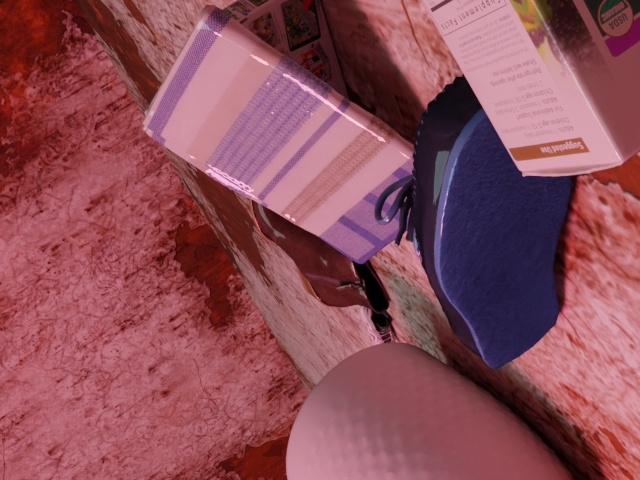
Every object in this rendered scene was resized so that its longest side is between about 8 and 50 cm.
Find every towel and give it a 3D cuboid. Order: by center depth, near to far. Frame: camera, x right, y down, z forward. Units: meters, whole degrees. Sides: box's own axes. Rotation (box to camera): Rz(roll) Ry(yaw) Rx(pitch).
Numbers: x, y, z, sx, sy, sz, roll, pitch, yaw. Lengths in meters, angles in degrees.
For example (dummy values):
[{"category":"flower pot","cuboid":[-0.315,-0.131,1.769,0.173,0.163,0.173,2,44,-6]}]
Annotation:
[{"category":"towel","cuboid":[-0.026,-0.090,0.787,0.285,0.034,0.209,32,147,-11]}]

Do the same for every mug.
[{"category":"mug","cuboid":[0.159,0.359,1.017,0.328,0.276,0.374,29,131,52]}]

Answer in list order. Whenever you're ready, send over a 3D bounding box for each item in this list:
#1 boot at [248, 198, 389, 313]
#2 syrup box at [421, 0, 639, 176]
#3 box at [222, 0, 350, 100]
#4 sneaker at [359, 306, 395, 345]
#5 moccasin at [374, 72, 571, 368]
[{"category":"boot","cuboid":[0.000,0.000,1.267,0.207,0.090,0.248,6,129,58]},{"category":"syrup box","cuboid":[0.097,-0.154,0.390,0.237,0.093,0.096,57,167,-9]},{"category":"box","cuboid":[-0.034,-0.159,0.829,0.036,0.114,0.207,45,164,41]},{"category":"sneaker","cuboid":[0.100,0.144,1.302,0.098,0.038,0.069,57,168,-11]},{"category":"moccasin","cuboid":[0.110,-0.007,0.641,0.117,0.138,0.342,52,167,35]}]
